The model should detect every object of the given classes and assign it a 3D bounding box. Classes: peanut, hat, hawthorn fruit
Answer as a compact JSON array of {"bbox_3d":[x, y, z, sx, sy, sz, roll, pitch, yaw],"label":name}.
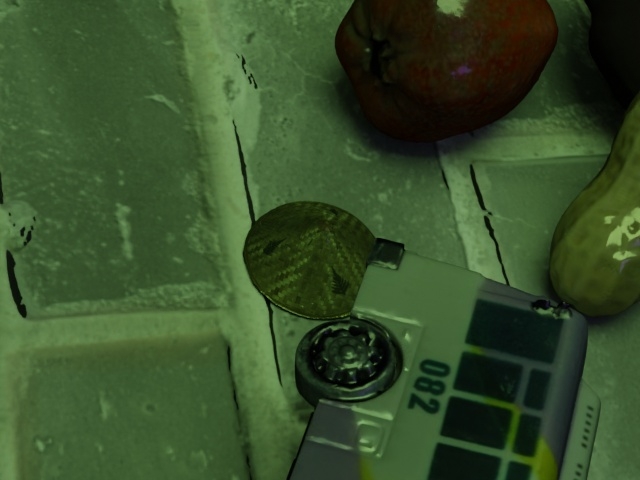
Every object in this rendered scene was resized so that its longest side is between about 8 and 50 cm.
[{"bbox_3d":[0.335,-0.053,1.439,0.130,0.130,0.290,32,91,10],"label":"peanut"},{"bbox_3d":[0.000,0.000,1.400,0.146,0.067,0.146,6,53,-9],"label":"hat"},{"bbox_3d":[0.153,-0.213,1.520,0.262,0.210,0.210,-11,56,-41],"label":"hawthorn fruit"}]

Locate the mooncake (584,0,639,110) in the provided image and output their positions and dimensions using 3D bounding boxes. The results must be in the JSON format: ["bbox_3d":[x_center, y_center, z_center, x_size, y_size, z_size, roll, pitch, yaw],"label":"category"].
[{"bbox_3d":[0.461,-0.275,1.532,0.351,0.381,0.212,-6,12,16],"label":"mooncake"}]

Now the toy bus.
[{"bbox_3d":[0.077,0.229,1.137,0.249,0.209,0.440,13,48,10],"label":"toy bus"}]
